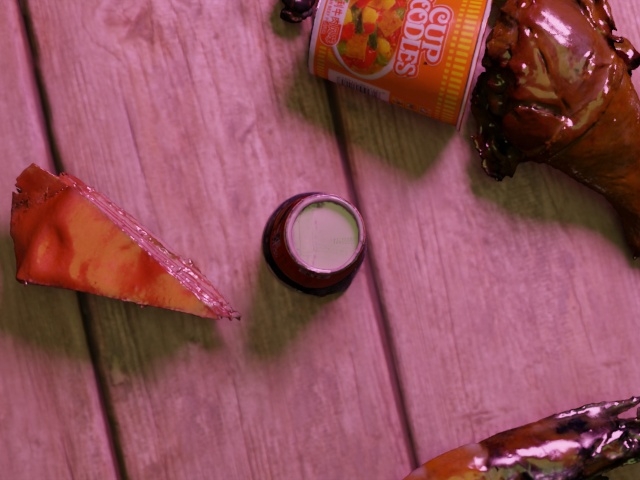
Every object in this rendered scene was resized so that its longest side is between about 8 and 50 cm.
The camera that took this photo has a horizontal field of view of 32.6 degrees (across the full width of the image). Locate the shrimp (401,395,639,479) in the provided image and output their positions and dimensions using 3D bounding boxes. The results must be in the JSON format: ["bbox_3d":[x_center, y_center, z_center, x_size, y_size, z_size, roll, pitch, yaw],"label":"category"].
[{"bbox_3d":[0.265,0.331,1.254,0.445,0.085,0.272,-27,95,-3],"label":"shrimp"}]

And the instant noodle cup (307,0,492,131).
[{"bbox_3d":[0.088,-0.223,1.236,0.185,0.168,0.168,15,85,6],"label":"instant noodle cup"}]

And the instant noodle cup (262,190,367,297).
[{"bbox_3d":[-0.002,-0.001,1.217,0.127,0.136,0.127,0,86,-5],"label":"instant noodle cup"}]

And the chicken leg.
[{"bbox_3d":[0.292,-0.113,1.252,0.211,0.140,0.361,-22,107,22],"label":"chicken leg"}]

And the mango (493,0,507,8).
[{"bbox_3d":[0.231,-0.341,1.278,0.119,0.100,0.178,-44,84,-4],"label":"mango"}]

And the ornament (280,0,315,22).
[{"bbox_3d":[-0.029,-0.348,1.241,0.166,0.153,0.196,-1,96,-5],"label":"ornament"}]

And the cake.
[{"bbox_3d":[-0.223,0.033,1.218,0.287,0.098,0.135,30,83,2],"label":"cake"}]
